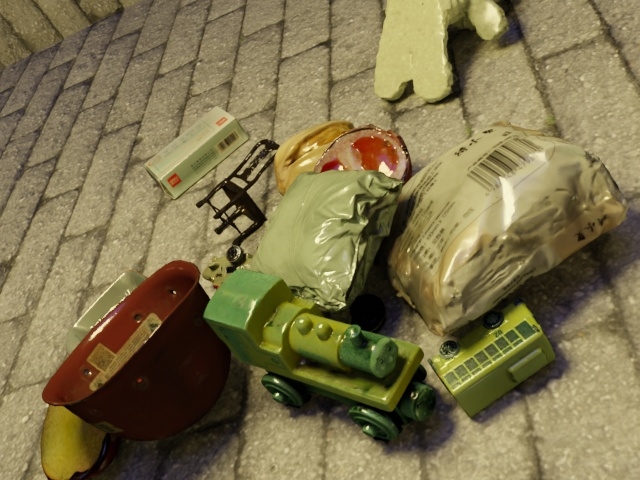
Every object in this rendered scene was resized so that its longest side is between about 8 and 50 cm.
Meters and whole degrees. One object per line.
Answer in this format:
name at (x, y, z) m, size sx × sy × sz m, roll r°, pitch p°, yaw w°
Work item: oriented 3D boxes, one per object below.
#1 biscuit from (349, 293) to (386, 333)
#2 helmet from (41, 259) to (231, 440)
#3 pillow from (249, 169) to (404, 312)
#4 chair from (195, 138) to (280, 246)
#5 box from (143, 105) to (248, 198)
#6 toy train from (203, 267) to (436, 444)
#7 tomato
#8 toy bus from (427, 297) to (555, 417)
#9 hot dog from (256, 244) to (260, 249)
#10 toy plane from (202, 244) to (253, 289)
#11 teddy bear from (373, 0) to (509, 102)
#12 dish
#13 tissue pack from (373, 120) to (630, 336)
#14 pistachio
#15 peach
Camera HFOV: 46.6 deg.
biscuit at (0.079, 0.135, 1.345) m, size 0.089 × 0.027 × 0.087 m, roll 14°, pitch 57°, yaw 42°
helmet at (-0.281, 0.227, 1.322) m, size 0.385 × 0.230 × 0.337 m, roll -12°, pitch 33°, yaw 53°
pillow at (0.000, 0.000, 1.343) m, size 0.310 × 0.138 × 0.283 m, roll 7°, pitch 65°, yaw 54°
chair at (-0.162, -0.112, 1.702) m, size 0.229 × 0.113 × 0.106 m, roll -44°, pitch 41°, yaw -12°
box at (-0.334, -0.237, 1.983) m, size 0.269 × 0.079 × 0.135 m, roll -41°, pitch 38°, yaw -9°
toy train at (0.008, 0.180, 1.181) m, size 0.369 × 0.237 × 0.150 m, roll 9°, pitch 53°, yaw 40°
tomato at (0.092, -0.121, 1.520) m, size 0.228 × 0.112 × 0.199 m, roll -34°, pitch 58°, yaw 15°
toy bus at (0.264, 0.178, 1.126) m, size 0.175 × 0.088 × 0.101 m, roll -35°, pitch 39°, yaw 2°
hot dog at (-0.098, 0.003, 1.601) m, size 0.083 × 0.035 × 0.058 m, roll -46°, pitch 40°, yaw -15°
toy plane at (-0.129, 0.066, 1.524) m, size 0.286 × 0.092 × 0.108 m, roll -9°, pitch 66°, yaw 29°
teddy bear at (0.329, -0.525, 1.807) m, size 0.327 × 0.375 × 0.362 m, roll 12°, pitch 15°, yaw 42°
dish at (-0.453, 0.180, 1.640) m, size 0.154 × 0.064 × 0.234 m, roll 21°, pitch 62°, yaw 46°
tissue pack at (0.262, -0.039, 1.252) m, size 0.375 × 0.195 × 0.390 m, roll -37°, pitch 25°, yaw 2°
pistachio at (0.002, -0.176, 1.638) m, size 0.229 × 0.157 × 0.157 m, roll -34°, pitch 38°, yaw -13°
peach at (-0.464, 0.371, 1.448) m, size 0.189 × 0.068 × 0.279 m, roll -42°, pitch 40°, yaw 3°
